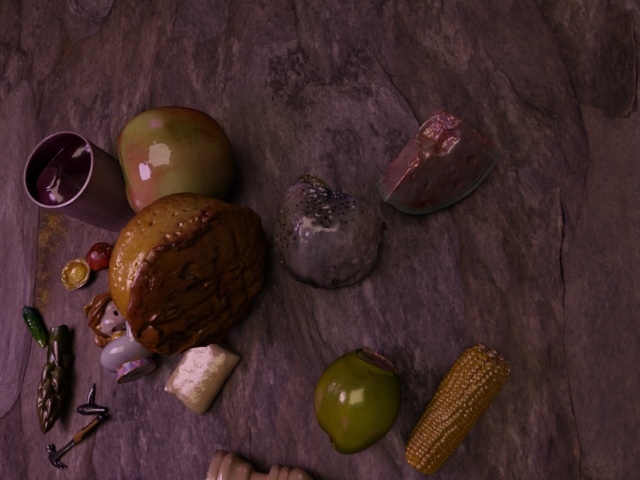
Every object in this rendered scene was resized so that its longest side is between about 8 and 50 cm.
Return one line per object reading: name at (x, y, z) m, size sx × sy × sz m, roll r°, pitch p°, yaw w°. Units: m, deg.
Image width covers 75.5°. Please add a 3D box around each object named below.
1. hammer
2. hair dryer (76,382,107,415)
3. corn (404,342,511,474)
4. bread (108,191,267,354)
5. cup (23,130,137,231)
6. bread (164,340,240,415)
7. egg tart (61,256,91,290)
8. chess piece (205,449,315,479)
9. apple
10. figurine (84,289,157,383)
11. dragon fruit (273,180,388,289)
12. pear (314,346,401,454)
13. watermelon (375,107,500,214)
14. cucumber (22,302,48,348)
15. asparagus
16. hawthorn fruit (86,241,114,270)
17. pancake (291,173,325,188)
hammer at (-0.651, 0.534, 1.109) m, size 0.201 × 0.021 × 0.078 m, roll -39°, pitch 70°, yaw 5°
hair dryer at (-0.621, 0.436, 1.136) m, size 0.079 × 0.031 × 0.083 m, roll -1°, pitch 66°, yaw 3°
corn at (0.289, 0.361, 0.895) m, size 0.106 × 0.106 × 0.305 m, roll 35°, pitch 89°, yaw 20°
bread at (-0.292, 0.068, 0.965) m, size 0.216 × 0.398 × 0.397 m, roll 24°, pitch 82°, yaw 29°
cup at (-0.671, -0.168, 1.184) m, size 0.289 × 0.273 × 0.208 m, roll 27°, pitch 83°, yaw 20°
bread at (-0.305, 0.336, 1.065) m, size 0.140 × 0.060 × 0.178 m, roll 28°, pitch 83°, yaw 19°
egg tart at (-0.729, 0.102, 1.246) m, size 0.105 × 0.039 × 0.104 m, roll -4°, pitch 74°, yaw 13°
chess piece at (-0.096, 0.566, 0.930) m, size 0.308 × 0.124 × 0.138 m, roll 0°, pitch 42°, yaw 10°
apple at (-0.382, -0.200, 1.113) m, size 0.278 × 0.319 × 0.318 m, roll -15°, pitch 67°, yaw -28°
figurine at (-0.538, 0.243, 1.109) m, size 0.189 × 0.142 × 0.263 m, roll -43°, pitch 67°, yaw 24°
dragon fruit at (0.000, 0.000, 1.006) m, size 0.283 × 0.221 × 0.203 m, roll 17°, pitch 73°, yaw 15°
pear at (0.076, 0.356, 0.910) m, size 0.188 × 0.187 × 0.219 m, roll 30°, pitch 97°, yaw 20°
watermelon at (0.264, -0.201, 1.006) m, size 0.319 × 0.226 × 0.148 m, roll -24°, pitch 43°, yaw -9°
cucumber at (-0.852, 0.255, 1.234) m, size 0.039 × 0.039 × 0.167 m, roll -40°, pitch 72°, yaw 0°
asparagus at (-0.741, 0.384, 1.153) m, size 0.080 × 0.080 × 0.286 m, roll -13°, pitch 64°, yaw 10°
hawthorn fruit at (-0.646, 0.052, 1.221) m, size 0.093 × 0.093 × 0.092 m, roll -4°, pitch 74°, yaw 13°
pancake at (-0.036, -0.135, 1.155) m, size 0.108 × 0.017 × 0.107 m, roll -3°, pitch 77°, yaw 12°
